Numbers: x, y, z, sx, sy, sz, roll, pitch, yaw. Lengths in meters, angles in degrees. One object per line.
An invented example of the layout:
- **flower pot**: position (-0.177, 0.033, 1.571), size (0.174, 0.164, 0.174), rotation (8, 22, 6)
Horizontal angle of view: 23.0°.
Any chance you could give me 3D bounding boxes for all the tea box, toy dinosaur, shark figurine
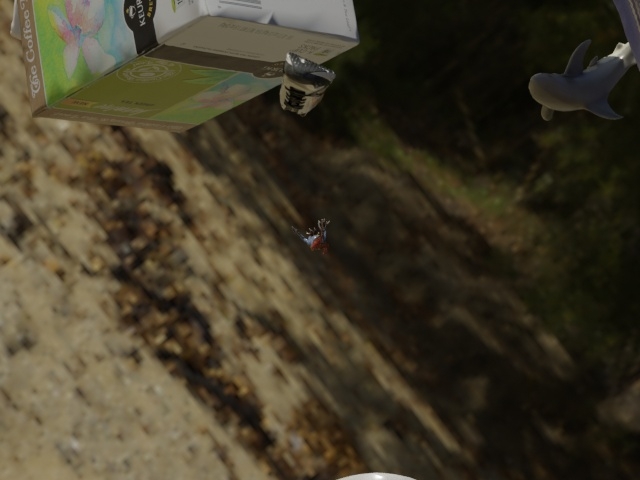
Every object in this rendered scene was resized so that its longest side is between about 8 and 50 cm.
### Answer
- **tea box**: position (-0.163, -0.324, 1.725), size (0.220, 0.323, 0.329), rotation (2, 72, -42)
- **toy dinosaur**: position (0.000, 0.000, 2.336), size (0.090, 0.047, 0.082), rotation (53, 18, -27)
- **shark figurine**: position (0.442, -0.243, 2.412), size (0.116, 0.278, 0.166), rotation (48, -19, 29)

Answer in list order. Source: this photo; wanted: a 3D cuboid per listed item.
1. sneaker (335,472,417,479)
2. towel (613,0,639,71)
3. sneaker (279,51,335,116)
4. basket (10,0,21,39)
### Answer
- **sneaker**: position (0.005, 0.346, 1.602), size (0.126, 0.321, 0.127), rotation (16, 52, -25)
- **towel**: position (0.264, -0.275, 1.412), size (0.336, 0.040, 0.243), rotation (36, 36, -74)
- **sneaker**: position (-0.013, -0.119, 1.232), size (0.040, 0.043, 0.109), rotation (27, 1, 6)
- **basket**: position (-0.334, -0.482, 2.507), size (0.266, 0.328, 0.331), rotation (9, 17, -6)
